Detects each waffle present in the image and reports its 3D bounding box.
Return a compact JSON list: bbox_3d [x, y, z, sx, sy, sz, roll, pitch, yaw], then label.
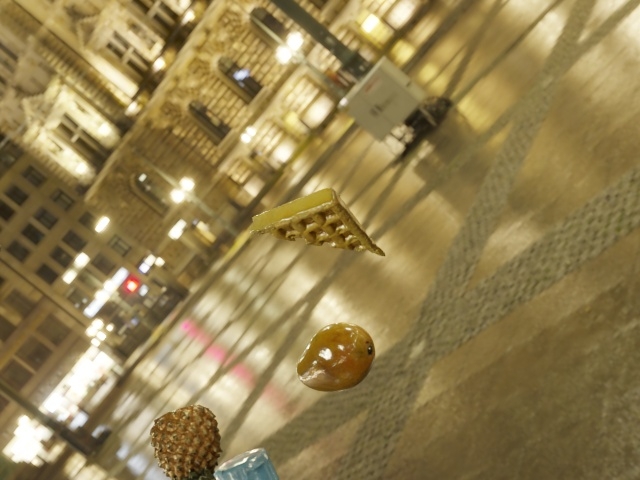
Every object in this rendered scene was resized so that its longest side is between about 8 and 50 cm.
[{"bbox_3d":[0.000,0.000,1.141,0.125,0.032,0.191,-22,-31,11],"label":"waffle"}]

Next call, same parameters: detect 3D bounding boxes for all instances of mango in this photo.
[{"bbox_3d":[0.027,0.202,1.468,0.089,0.111,0.163,-46,-12,-47],"label":"mango"}]

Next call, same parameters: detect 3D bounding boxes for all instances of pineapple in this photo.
[{"bbox_3d":[-0.182,0.398,1.359,0.130,0.277,0.119,-19,-24,5],"label":"pineapple"}]

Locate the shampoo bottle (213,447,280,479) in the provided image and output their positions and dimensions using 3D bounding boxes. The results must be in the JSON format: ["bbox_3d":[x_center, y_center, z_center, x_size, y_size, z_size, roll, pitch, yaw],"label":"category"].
[{"bbox_3d":[-0.017,0.308,0.771,0.104,0.258,0.061,-25,-1,-35],"label":"shampoo bottle"}]
